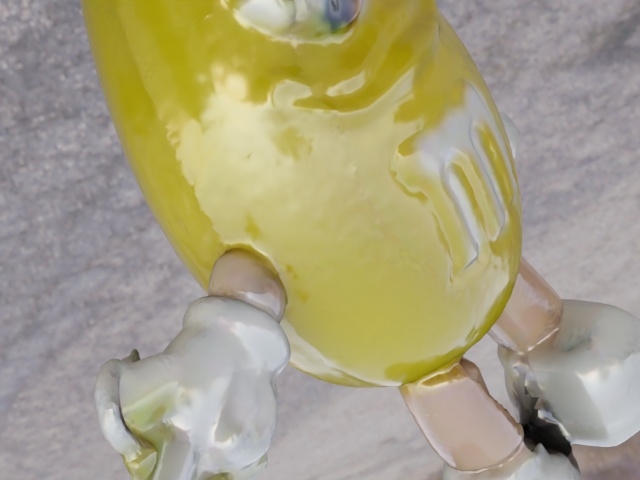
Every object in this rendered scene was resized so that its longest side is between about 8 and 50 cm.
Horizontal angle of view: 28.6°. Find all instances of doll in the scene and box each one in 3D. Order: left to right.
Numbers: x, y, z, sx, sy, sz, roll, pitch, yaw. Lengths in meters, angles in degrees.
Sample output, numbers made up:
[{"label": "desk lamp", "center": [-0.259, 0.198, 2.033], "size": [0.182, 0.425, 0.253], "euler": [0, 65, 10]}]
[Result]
[{"label": "doll", "center": [0.024, 0.008, 0.617], "size": [0.161, 0.348, 0.423], "euler": [-21, 146, 36]}]
